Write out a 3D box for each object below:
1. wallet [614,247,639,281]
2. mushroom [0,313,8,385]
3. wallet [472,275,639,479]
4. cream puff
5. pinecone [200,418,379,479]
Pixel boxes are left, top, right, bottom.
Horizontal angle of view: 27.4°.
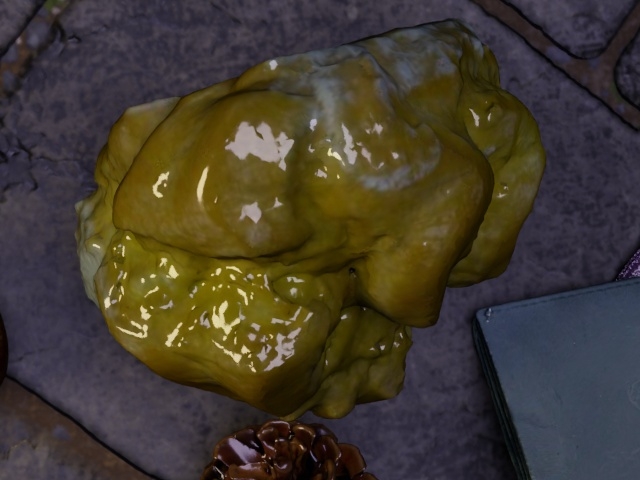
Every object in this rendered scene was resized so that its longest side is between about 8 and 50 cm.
[{"bbox_3d":[0.322,0.058,1.210,0.111,0.030,0.166,40,80,-8],"label":"wallet"},{"bbox_3d":[-0.331,0.075,1.042,0.170,0.080,0.135,42,67,-7],"label":"mushroom"},{"bbox_3d":[0.285,0.164,1.117,0.251,0.054,0.290,-9,58,-7],"label":"wallet"},{"bbox_3d":[0.000,0.000,1.002,0.378,0.378,0.276,-18,92,-13],"label":"cream puff"},{"bbox_3d":[-0.028,0.215,1.060,0.173,0.173,0.174,1,87,-12],"label":"pinecone"}]
